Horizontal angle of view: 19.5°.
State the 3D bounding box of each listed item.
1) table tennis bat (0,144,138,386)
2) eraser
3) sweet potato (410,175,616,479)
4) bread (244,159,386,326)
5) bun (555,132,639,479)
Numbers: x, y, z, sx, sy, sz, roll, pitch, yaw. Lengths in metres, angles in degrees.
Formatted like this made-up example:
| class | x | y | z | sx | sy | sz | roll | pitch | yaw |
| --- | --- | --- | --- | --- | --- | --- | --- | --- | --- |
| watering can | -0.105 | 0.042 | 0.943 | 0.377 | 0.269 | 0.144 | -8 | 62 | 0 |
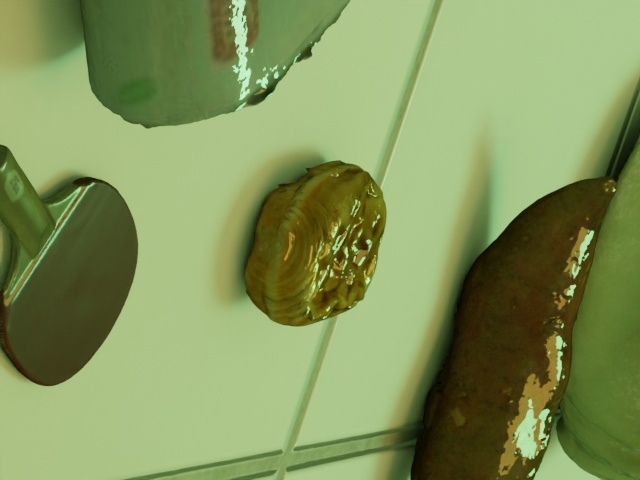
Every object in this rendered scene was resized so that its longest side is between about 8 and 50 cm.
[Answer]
| class | x | y | z | sx | sy | sz | roll | pitch | yaw |
| --- | --- | --- | --- | --- | --- | --- | --- | --- | --- |
| table tennis bat | -0.113 | 0.006 | 0.774 | 0.087 | 0.013 | 0.156 | -59 | 157 | -18 |
| eraser | -0.033 | -0.178 | 0.706 | 0.174 | 0.081 | 0.227 | -53 | 152 | -42 |
| sweet potato | 0.123 | 0.110 | 1.302 | 0.106 | 0.095 | 0.354 | 42 | -64 | 65 |
| bread | 0.000 | 0.000 | 0.985 | 0.111 | 0.044 | 0.083 | -23 | 126 | -63 |
| bun | 0.345 | 0.050 | 1.593 | 0.365 | 0.219 | 0.365 | -55 | 156 | -38 |
